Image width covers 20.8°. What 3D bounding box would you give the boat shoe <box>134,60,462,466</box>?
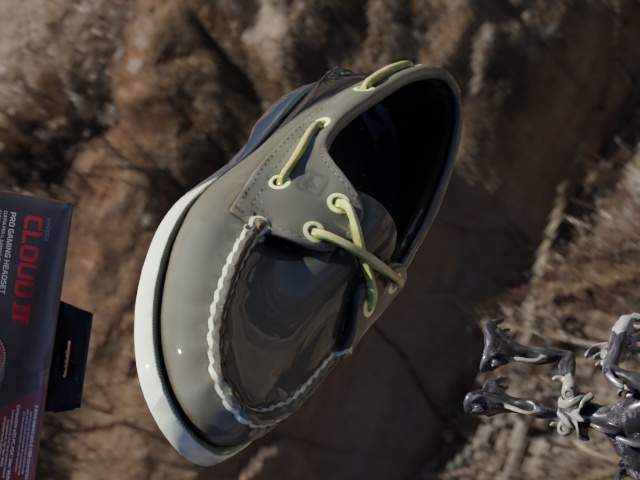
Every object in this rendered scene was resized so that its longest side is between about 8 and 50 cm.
[{"bbox_3d":[-0.002,-0.004,0.884,0.091,0.109,0.305,-19,24,29],"label":"boat shoe"}]

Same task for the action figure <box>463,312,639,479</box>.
[{"bbox_3d":[0.284,0.152,1.687,0.276,0.141,0.164,17,122,31],"label":"action figure"}]

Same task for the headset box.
[{"bbox_3d":[-0.313,0.065,1.252,0.110,0.293,0.218,152,127,-68],"label":"headset box"}]
